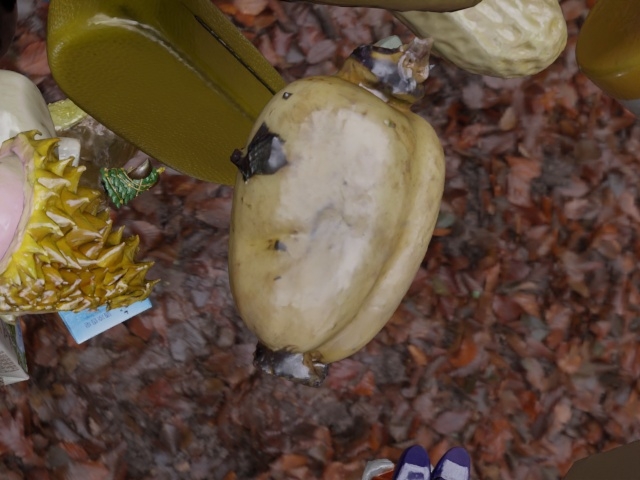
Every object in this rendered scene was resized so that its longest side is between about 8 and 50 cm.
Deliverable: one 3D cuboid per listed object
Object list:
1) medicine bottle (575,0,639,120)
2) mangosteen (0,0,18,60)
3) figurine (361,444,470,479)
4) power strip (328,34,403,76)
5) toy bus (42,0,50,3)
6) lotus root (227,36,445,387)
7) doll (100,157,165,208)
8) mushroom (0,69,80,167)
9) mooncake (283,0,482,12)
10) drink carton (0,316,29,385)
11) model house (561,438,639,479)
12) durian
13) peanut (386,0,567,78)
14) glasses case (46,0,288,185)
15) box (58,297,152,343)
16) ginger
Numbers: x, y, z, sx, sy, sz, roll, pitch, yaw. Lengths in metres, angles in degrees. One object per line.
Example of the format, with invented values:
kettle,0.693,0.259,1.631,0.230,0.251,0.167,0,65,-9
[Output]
medicine bottle,0.518,-0.262,1.149,0.232,0.238,0.238,32,79,-20
mangosteen,-0.679,-0.422,1.423,0.306,0.347,0.307,-7,137,-7
figurine,0.150,0.507,1.547,0.154,0.421,0.193,4,66,-12
power strip,0.083,-0.326,1.714,0.288,0.053,0.093,-43,117,-36
toy bus,-0.462,-0.496,1.490,0.094,0.236,0.079,5,83,-36
lotus root,0.006,-0.025,0.609,0.154,0.140,0.257,22,84,-35
doll,-0.331,-0.097,1.475,0.113,0.078,0.077,-5,66,4
mushroom,-0.456,-0.126,1.224,0.202,0.246,0.246,-4,95,-36
mooncake,-0.027,-0.319,0.663,0.394,0.393,0.246,-24,132,-50
drink carton,-0.658,0.153,1.576,0.132,0.324,0.194,-12,70,-12
model house,0.351,0.338,0.813,0.176,0.181,0.248,-29,82,-45
durian,-0.251,0.015,0.783,0.195,0.305,0.186,23,75,-32
peanut,0.152,-0.290,0.934,0.313,0.152,0.152,37,77,-21
glasses case,-0.164,-0.189,0.950,0.371,0.173,0.141,37,45,-56
box,-0.400,0.083,1.511,0.142,0.232,0.083,-28,112,-10
ginger,-0.450,-0.166,1.665,0.218,0.123,0.270,-24,141,-28
